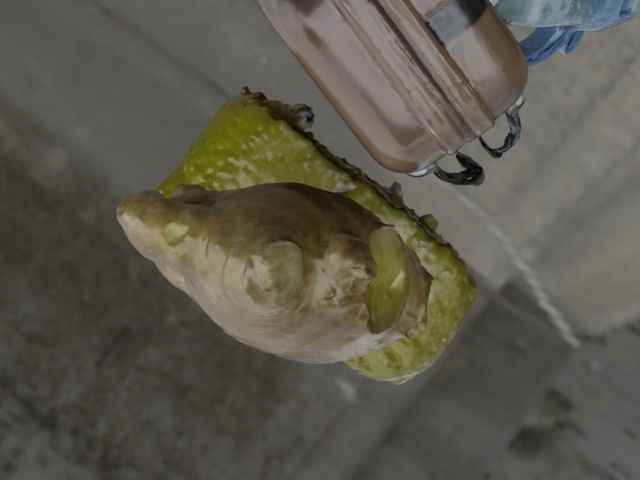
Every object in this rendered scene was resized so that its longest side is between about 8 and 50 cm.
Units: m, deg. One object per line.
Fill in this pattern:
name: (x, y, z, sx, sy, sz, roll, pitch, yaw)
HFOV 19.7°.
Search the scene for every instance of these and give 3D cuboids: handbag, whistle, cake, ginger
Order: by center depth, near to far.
ginger: (-0.015, 0.020, 1.088, 0.157, 0.102, 0.216, 6, 173, 32)
handbag: (0.056, -0.162, 1.457, 0.283, 0.149, 0.302, 53, -179, -21)
cake: (0.000, 0.000, 1.486, 0.260, 0.156, 0.179, 40, -176, -4)
whistle: (0.263, -0.260, 1.879, 0.269, 0.180, 0.093, -8, -140, -39)
